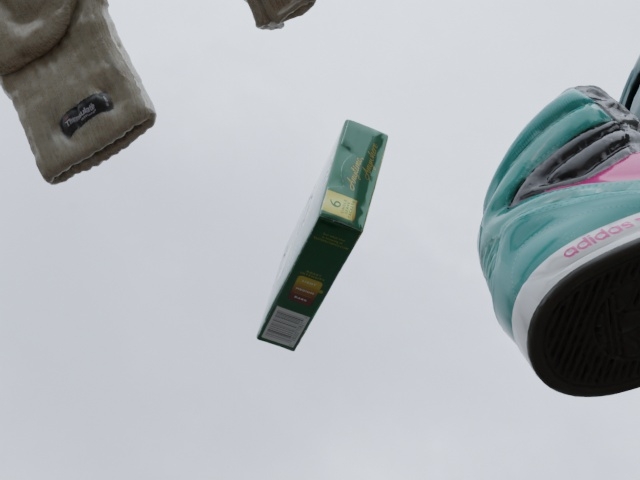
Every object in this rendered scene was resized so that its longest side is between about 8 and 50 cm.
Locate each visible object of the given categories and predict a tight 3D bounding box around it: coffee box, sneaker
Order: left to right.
[{"bbox_3d":[0.000,0.000,0.993,0.040,0.113,0.184,21,-42,-5],"label":"coffee box"},{"bbox_3d":[0.213,-0.024,0.660,0.296,0.178,0.123,-16,-60,-11],"label":"sneaker"}]

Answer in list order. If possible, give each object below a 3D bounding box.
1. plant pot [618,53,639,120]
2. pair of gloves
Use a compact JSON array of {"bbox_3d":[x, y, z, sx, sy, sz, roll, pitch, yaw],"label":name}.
[{"bbox_3d":[0.450,-0.060,1.021,0.334,0.341,0.341,13,-42,-15],"label":"plant pot"},{"bbox_3d":[-0.102,-0.170,0.678,0.240,0.204,0.042,-38,-18,5],"label":"pair of gloves"}]
